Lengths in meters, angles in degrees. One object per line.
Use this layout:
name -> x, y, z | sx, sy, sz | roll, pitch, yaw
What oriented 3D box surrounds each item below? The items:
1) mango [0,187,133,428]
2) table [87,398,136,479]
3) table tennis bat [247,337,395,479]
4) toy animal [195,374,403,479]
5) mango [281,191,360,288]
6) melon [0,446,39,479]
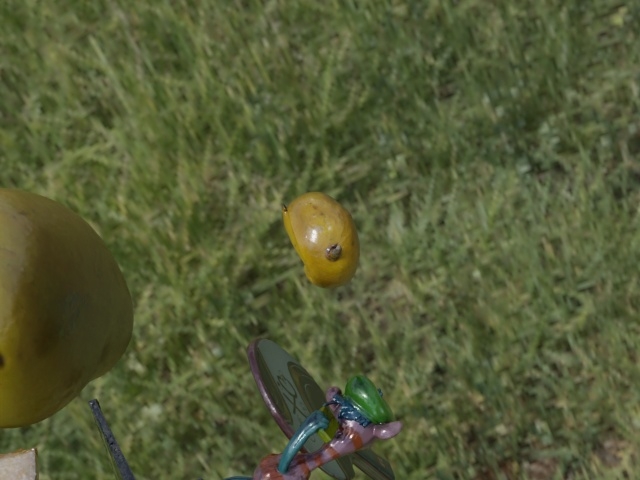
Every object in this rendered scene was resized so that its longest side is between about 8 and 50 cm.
mango -> -0.130, 0.031, 0.617 | 0.076, 0.161, 0.103 | -5, 83, 14
table -> -0.268, 0.349, 1.331 | 0.251, 0.282, 0.196 | -20, 36, -13
table tennis bat -> 0.005, 0.216, 1.586 | 0.022, 0.301, 0.173 | -34, 46, 12
toy animal -> -0.023, 0.210, 1.342 | 0.208, 0.103, 0.100 | -31, 55, -2
mango -> 0.000, 0.000, 1.413 | 0.066, 0.101, 0.187 | -23, 2, -8
melon -> -0.278, 0.199, 0.935 | 0.182, 0.054, 0.098 | -9, 67, -7
